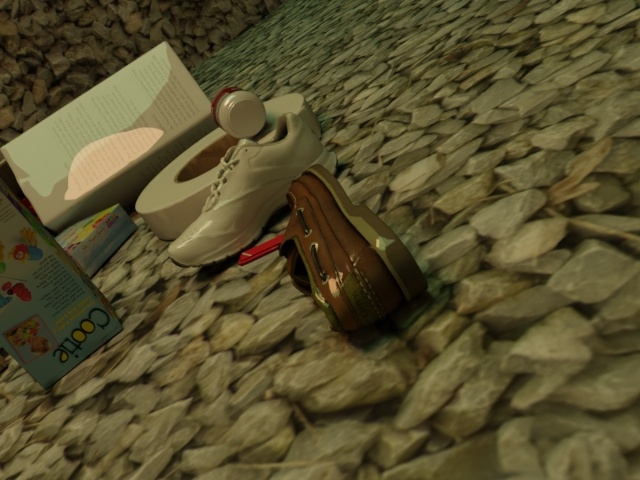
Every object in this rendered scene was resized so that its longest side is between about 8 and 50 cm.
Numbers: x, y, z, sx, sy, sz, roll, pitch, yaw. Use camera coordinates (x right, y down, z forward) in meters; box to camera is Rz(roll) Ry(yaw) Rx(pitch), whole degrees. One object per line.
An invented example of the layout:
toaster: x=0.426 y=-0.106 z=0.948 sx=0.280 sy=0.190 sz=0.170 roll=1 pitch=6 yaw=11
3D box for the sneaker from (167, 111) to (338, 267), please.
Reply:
sneaker: x=-0.117 y=-0.075 z=1.067 sx=0.297 sy=0.129 sz=0.111 roll=-42 pitch=25 yaw=-16

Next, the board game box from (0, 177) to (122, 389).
board game box: x=-0.442 y=0.056 z=1.051 sx=0.144 sy=0.275 sz=0.142 roll=-39 pitch=23 yaw=-11

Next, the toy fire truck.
toy fire truck: x=-0.749 y=-0.058 z=1.737 sx=0.158 sy=0.246 sz=0.217 roll=-12 pitch=31 yaw=43

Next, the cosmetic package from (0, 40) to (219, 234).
cosmetic package: x=-0.467 y=-0.224 z=1.655 sx=0.453 sy=0.230 sz=0.161 roll=-34 pitch=-16 yaw=-5

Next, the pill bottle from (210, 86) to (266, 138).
pill bottle: x=-0.146 y=-0.230 z=1.290 sx=0.086 sy=0.086 sz=0.152 roll=-36 pitch=23 yaw=-5

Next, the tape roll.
tape roll: x=-0.176 y=-0.148 z=1.369 sx=0.392 sy=0.072 sz=0.392 roll=-28 pitch=23 yaw=13

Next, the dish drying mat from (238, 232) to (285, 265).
dish drying mat: x=-0.078 y=0.010 z=0.999 sx=0.083 sy=0.008 sz=0.032 roll=-25 pitch=23 yaw=21

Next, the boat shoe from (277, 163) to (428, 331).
boat shoe: x=0.000 y=0.000 z=0.777 sx=0.104 sy=0.111 sz=0.307 roll=-35 pitch=22 yaw=-4

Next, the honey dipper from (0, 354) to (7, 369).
honey dipper: x=-0.602 y=0.252 z=1.201 sx=0.160 sy=0.030 sz=0.030 roll=-40 pitch=23 yaw=-8

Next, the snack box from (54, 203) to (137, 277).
snack box: x=-0.507 y=0.023 z=1.479 sx=0.207 sy=0.070 sz=0.174 roll=-19 pitch=26 yaw=36
